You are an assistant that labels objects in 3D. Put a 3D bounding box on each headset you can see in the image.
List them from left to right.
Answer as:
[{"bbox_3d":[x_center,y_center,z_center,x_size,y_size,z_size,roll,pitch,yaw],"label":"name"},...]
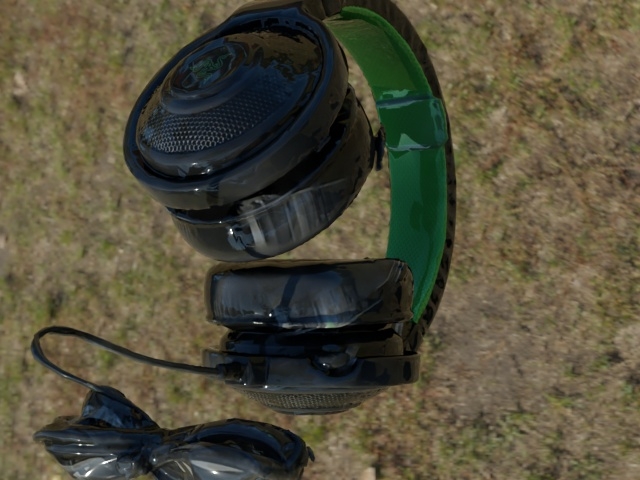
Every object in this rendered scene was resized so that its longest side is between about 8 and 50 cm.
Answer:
[{"bbox_3d":[0.000,0.000,0.569,0.185,0.394,0.243,0,117,33],"label":"headset"}]
